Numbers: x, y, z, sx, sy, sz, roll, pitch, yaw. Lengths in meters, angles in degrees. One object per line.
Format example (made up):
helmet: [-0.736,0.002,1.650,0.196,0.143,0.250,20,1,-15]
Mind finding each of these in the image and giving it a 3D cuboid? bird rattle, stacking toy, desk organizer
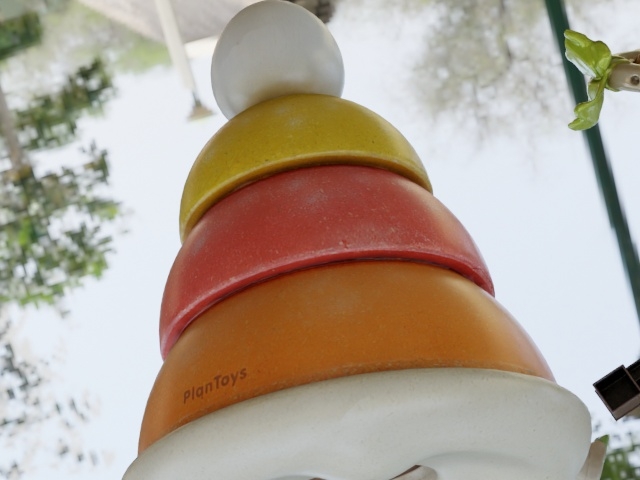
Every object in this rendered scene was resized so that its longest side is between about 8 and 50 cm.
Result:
bird rattle: [0.451,-0.229,1.800,0.253,0.143,0.207,1,-162,40]
stacking toy: [0.000,0.000,1.087,0.350,0.480,0.350,-7,153,-4]
desk organizer: [0.392,0.158,1.616,0.130,0.047,0.050,-35,156,6]

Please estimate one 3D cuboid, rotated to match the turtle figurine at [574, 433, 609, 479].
turtle figurine: [0.142,0.195,1.352,0.266,0.198,0.275,19,177,8]
